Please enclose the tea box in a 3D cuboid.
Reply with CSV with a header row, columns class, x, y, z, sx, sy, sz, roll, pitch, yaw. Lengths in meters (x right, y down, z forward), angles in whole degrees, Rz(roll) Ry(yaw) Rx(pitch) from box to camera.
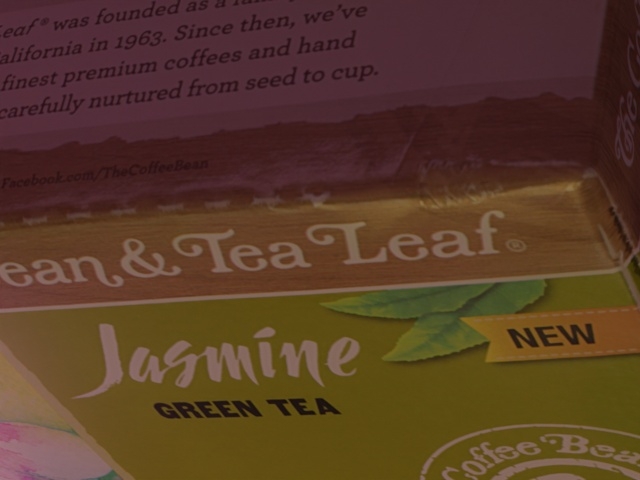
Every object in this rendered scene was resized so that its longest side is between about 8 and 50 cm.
class,x,y,z,sx,sy,sz,roll,pitch,yaw
tea box,0.000,0.000,0.646,0.329,0.220,0.323,-5,142,26
